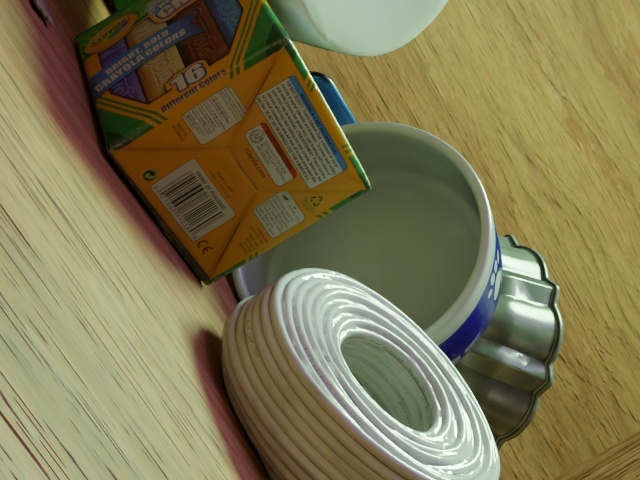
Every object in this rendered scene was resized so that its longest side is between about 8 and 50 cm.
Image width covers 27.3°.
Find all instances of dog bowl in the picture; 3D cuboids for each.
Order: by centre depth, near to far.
[{"bbox_3d":[0.049,0.018,1.334,0.265,0.265,0.104,62,1,30],"label":"dog bowl"}]

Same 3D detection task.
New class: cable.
[{"bbox_3d":[0.033,0.131,1.060,0.257,0.089,0.257,53,24,20],"label":"cable"}]

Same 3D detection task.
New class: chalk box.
[{"bbox_3d":[-0.100,-0.136,1.221,0.180,0.179,0.289,57,5,-37],"label":"chalk box"}]

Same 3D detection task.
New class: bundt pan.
[{"bbox_3d":[0.157,0.127,1.748,0.124,0.331,0.331,24,26,-35],"label":"bundt pan"}]

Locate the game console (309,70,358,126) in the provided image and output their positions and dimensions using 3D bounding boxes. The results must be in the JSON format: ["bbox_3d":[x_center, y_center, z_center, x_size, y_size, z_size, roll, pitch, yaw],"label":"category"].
[{"bbox_3d":[-0.033,-0.147,1.817,0.293,0.173,0.250,57,6,-39],"label":"game console"}]

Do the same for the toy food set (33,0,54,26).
[{"bbox_3d":[-0.278,-0.288,1.126,0.192,0.038,0.132,56,5,-44],"label":"toy food set"}]

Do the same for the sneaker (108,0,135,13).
[{"bbox_3d":[-0.164,-0.268,1.660,0.343,0.146,0.134,60,4,20],"label":"sneaker"}]

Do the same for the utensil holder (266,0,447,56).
[{"bbox_3d":[-0.064,-0.385,1.410,0.385,0.328,0.327,25,-19,37],"label":"utensil holder"}]
